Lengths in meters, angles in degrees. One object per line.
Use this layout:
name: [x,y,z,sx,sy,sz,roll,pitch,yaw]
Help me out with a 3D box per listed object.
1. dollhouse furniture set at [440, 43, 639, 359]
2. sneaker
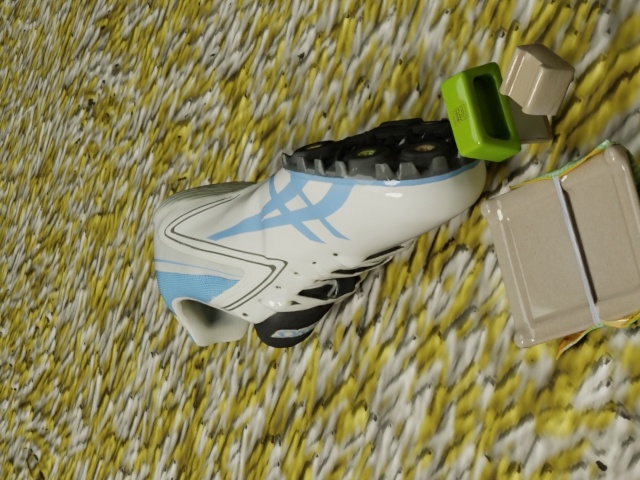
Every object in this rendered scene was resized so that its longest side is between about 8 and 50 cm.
dollhouse furniture set: [0.096,-0.038,0.609,0.076,0.058,0.152,-26,75,51]
sneaker: [0.000,0.000,0.744,0.237,0.085,0.086,-17,90,58]
